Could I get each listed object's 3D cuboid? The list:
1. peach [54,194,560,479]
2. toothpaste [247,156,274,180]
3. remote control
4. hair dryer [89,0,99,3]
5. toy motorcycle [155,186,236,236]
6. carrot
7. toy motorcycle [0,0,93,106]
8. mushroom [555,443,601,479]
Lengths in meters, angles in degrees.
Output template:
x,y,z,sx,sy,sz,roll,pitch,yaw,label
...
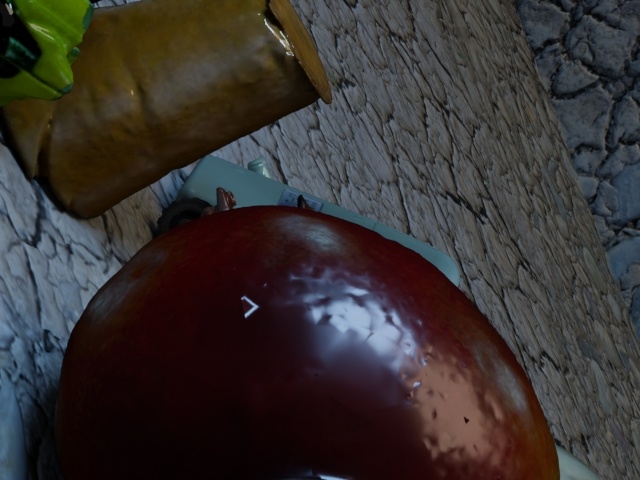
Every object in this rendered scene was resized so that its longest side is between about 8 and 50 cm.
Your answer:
x,y,z,sx,sy,sz,roll,pitch,yaw,label
-0.008,0.168,1.475,0.406,0.335,0.310,46,18,-6,peach
-0.033,0.010,2.182,0.216,0.037,0.062,69,16,0,toothpaste
0.000,0.000,1.988,0.296,0.056,0.140,23,21,-1,remote control
-0.299,-0.331,1.776,0.302,0.116,0.244,41,-1,-6,hair dryer
-0.075,0.047,1.863,0.084,0.118,0.212,39,28,-73,toy motorcycle
-0.139,-0.151,1.744,0.196,0.254,0.196,59,15,-27,carrot
-0.303,-0.192,1.508,0.342,0.142,0.206,27,38,-61,toy motorcycle
0.123,0.333,1.840,0.314,0.314,0.336,-88,176,-57,mushroom
